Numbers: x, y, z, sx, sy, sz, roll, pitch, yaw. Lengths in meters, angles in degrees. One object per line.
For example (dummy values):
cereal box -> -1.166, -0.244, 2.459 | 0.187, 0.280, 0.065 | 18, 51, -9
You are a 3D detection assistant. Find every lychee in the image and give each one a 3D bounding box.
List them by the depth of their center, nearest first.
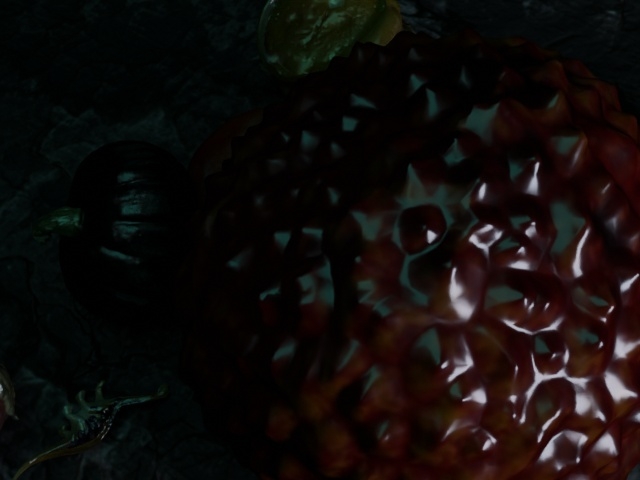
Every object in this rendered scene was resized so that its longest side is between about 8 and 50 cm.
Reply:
lychee -> 0.076, 0.069, 0.934 | 0.425, 0.424, 0.499 | 25, 89, 24

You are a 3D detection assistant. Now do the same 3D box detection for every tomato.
tomato -> -0.073, -0.080, 1.201 | 0.166, 0.082, 0.174 | -34, 31, -4

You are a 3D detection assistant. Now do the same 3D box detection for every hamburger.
hamburger -> 0.013, -0.216, 1.286 | 0.186, 0.113, 0.177 | -12, 64, 14

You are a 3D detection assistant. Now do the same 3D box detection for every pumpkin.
pumpkin -> -0.196, -0.010, 1.168 | 0.194, 0.150, 0.194 | -11, 69, 31

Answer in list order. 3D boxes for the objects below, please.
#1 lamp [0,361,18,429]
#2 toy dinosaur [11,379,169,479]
lamp -> -0.381, 0.183, 1.127 | 0.215, 0.151, 0.223 | 32, 115, 32
toy dinosaur -> -0.240, 0.182, 1.148 | 0.180, 0.037, 0.058 | -36, 55, -10
